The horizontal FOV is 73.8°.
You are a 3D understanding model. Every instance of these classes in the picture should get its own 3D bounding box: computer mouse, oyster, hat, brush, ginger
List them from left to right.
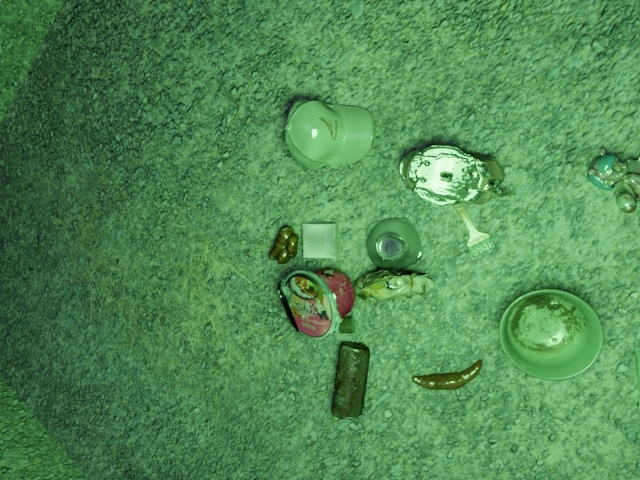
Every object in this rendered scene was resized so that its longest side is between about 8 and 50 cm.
[{"bbox_3d":[-0.131,0.029,1.655,0.103,0.073,0.162,40,112,25],"label":"ginger"},{"bbox_3d":[0.036,-0.382,1.515,0.302,0.168,0.257,4,97,18],"label":"hat"},{"bbox_3d":[0.259,0.152,1.492,0.271,0.275,0.100,13,55,4],"label":"oyster"},{"bbox_3d":[0.457,-0.217,1.424,0.389,0.115,0.199,13,115,6],"label":"computer mouse"},{"bbox_3d":[0.516,-0.048,1.468,0.083,0.011,0.205,-29,85,19],"label":"brush"}]

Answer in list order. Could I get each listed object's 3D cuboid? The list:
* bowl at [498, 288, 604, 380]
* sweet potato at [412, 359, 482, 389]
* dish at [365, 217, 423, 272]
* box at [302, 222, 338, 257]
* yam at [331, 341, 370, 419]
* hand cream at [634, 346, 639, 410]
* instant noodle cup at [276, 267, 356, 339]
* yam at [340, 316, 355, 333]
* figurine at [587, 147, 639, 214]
[{"bbox_3d":[0.716,0.283,1.360,0.289,0.146,0.289,1,95,16],"label":"bowl"},{"bbox_3d":[0.457,0.490,1.509,0.255,0.058,0.078,-18,68,14],"label":"sweet potato"},{"bbox_3d":[0.248,0.031,1.527,0.224,0.078,0.246,31,103,12],"label":"dish"},{"bbox_3d":[0.000,0.000,1.619,0.129,0.051,0.130,0,94,18],"label":"box"},{"bbox_3d":[0.116,0.522,1.590,0.131,0.131,0.279,9,94,17],"label":"yam"},{"bbox_3d":[1.022,0.435,1.326,0.078,0.050,0.204,-12,95,19],"label":"hand cream"},{"bbox_3d":[0.010,0.208,1.540,0.302,0.182,0.258,38,126,28],"label":"instant noodle cup"},{"bbox_3d":[0.051,0.322,1.623,0.169,0.068,0.068,-4,93,22],"label":"yam"},{"bbox_3d":[0.920,-0.154,1.273,0.260,0.103,0.205,32,78,9],"label":"figurine"}]
